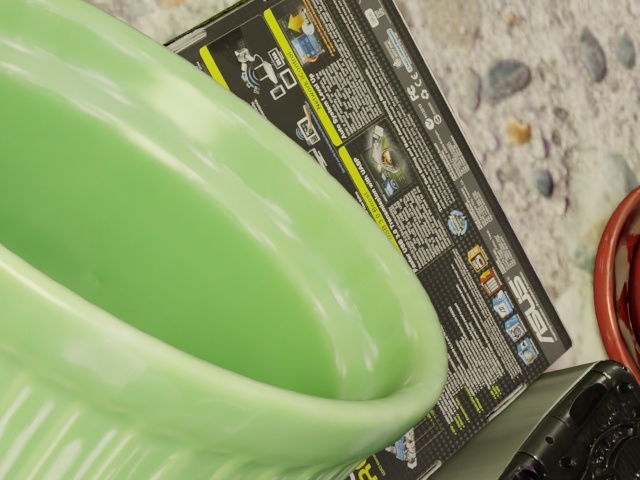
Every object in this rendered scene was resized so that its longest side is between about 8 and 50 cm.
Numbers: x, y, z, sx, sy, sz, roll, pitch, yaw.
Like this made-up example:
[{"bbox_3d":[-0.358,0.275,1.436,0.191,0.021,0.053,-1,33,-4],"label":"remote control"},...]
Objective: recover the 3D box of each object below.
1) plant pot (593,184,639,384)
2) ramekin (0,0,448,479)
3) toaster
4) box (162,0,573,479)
[{"bbox_3d":[0.279,0.034,1.064,0.191,0.174,0.191,10,73,-36],"label":"plant pot"},{"bbox_3d":[-0.112,0.022,0.693,0.303,0.148,0.303,32,19,-12],"label":"ramekin"},{"bbox_3d":[0.130,0.171,0.959,0.168,0.110,0.186,-46,108,-36],"label":"toaster"},{"bbox_3d":[0.000,0.000,0.929,0.216,0.060,0.270,-36,102,-37],"label":"box"}]
